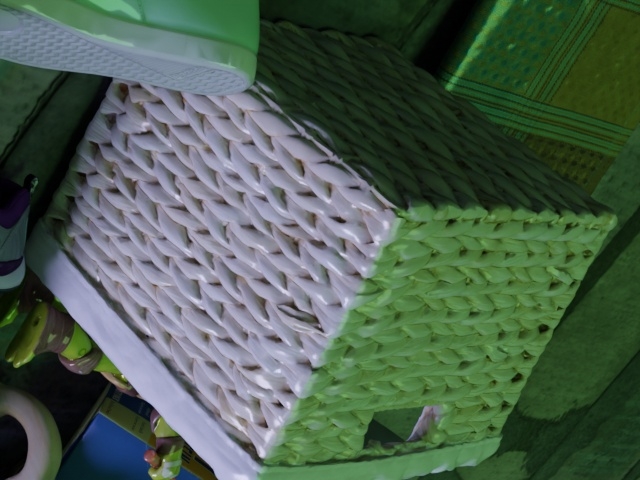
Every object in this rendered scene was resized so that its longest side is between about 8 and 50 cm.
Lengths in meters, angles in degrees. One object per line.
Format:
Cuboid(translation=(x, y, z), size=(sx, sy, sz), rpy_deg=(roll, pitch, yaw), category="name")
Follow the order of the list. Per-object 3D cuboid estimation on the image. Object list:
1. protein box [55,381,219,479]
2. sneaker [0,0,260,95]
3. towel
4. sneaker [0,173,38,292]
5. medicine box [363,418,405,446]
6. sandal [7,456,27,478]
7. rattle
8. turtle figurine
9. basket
Cuboid(translation=(-0.165, 0.269, 1.465), size=(0.200, 0.201, 0.136), rpy_deg=(-55, -173, 9), category="protein box")
Cuboid(translation=(-0.162, -0.199, 1.103), size=(0.256, 0.151, 0.094), rpy_deg=(12, 162, -23), category="sneaker")
Cuboid(translation=(0.259, -0.217, 1.514), size=(0.271, 0.040, 0.370), rpy_deg=(15, 116, -37), category="towel")
Cuboid(translation=(-0.308, -0.019, 1.173), size=(0.224, 0.083, 0.098), rpy_deg=(5, 102, -54), category="sneaker")
Cuboid(translation=(-0.066, 0.342, 1.723), size=(0.263, 0.149, 0.289), rpy_deg=(-39, 157, -51), category="medicine box")
Cuboid(translation=(-0.272, 0.272, 1.585), size=(0.072, 0.049, 0.180), rpy_deg=(-28, 132, -16), category="sandal")
Cuboid(translation=(-0.272, 0.191, 1.328), size=(0.130, 0.199, 0.143), rpy_deg=(-33, 148, -15), category="rattle")
Cuboid(translation=(-0.163, 0.109, 1.341), size=(0.217, 0.269, 0.087), rpy_deg=(31, 116, -34), category="turtle figurine")
Cuboid(translation=(0.000, 0.000, 1.294), size=(0.328, 0.331, 0.266), rpy_deg=(1, 123, -50), category="basket")
